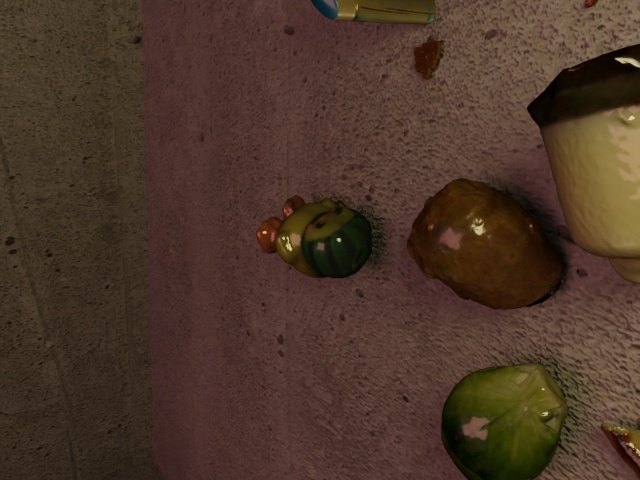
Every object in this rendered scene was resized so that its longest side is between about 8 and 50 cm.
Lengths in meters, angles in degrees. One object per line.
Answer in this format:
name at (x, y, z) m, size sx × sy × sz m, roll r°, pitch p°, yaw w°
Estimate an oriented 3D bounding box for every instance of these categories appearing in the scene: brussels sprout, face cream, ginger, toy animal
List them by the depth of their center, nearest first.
ginger at (0.298, 0.007, 1.224) m, size 0.269 × 0.222 × 0.201 m, roll 54°, pitch 131°, yaw 40°
brussels sprout at (0.354, 0.346, 1.250) m, size 0.219 × 0.210 × 0.271 m, roll 53°, pitch 123°, yaw 27°
face cream at (0.098, -0.501, 1.318) m, size 0.067 × 0.284 × 0.140 m, roll -43°, pitch 63°, yaw 52°
toy animal at (0.002, 0.002, 1.697) m, size 0.338 × 0.216 × 0.191 m, roll 12°, pitch 136°, yaw 51°

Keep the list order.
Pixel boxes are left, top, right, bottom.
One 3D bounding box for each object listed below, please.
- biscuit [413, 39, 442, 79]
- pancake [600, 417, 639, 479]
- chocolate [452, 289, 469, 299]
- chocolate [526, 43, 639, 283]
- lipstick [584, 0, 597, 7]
biscuit at (0.231, -0.394, 1.393) m, size 0.092 × 0.016 × 0.082 m, roll -45°, pitch 56°, yaw 50°
pancake at (0.589, 0.377, 1.024) m, size 0.257 × 0.056 × 0.213 m, roll -27°, pitch 76°, yaw 56°
chocolate at (0.292, 0.084, 1.417) m, size 0.101 × 0.031 × 0.065 m, roll 60°, pitch 146°, yaw 25°
chocolate at (0.468, -0.098, 0.851) m, size 0.326 × 0.313 × 0.297 m, roll 45°, pitch -148°, yaw -84°
lipstick at (0.459, -0.423, 1.028) m, size 0.030 × 0.030 × 0.129 m, roll 60°, pitch 141°, yaw 27°
